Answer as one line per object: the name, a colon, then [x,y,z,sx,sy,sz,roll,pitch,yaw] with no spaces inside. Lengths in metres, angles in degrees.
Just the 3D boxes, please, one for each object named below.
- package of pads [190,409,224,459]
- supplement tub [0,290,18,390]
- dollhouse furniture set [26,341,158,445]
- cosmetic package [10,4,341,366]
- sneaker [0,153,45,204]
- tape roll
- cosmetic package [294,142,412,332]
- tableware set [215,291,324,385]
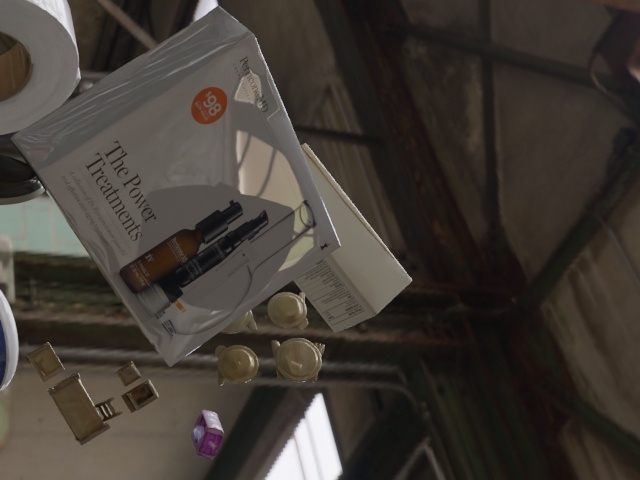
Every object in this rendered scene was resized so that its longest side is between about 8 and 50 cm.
package of pads: [-0.175,0.299,1.663,0.032,0.083,0.050,21,-85,-17]
supplement tub: [-0.698,0.186,1.804,0.316,0.228,0.228,-13,-32,-45]
dollhouse furniture set: [-0.401,0.238,1.894,0.161,0.181,0.101,-30,2,-19]
cosmetic package: [-0.157,-0.053,1.320,0.284,0.097,0.377,-37,-42,-12]
sneaker: [-0.485,-0.127,1.485,0.222,0.083,0.118,14,-59,11]
tape roll: [-0.498,-0.282,1.567,0.286,0.100,0.286,-12,-37,-9]
cosmetic package: [0.000,0.000,1.908,0.113,0.309,0.160,-41,6,-31]
tableware set: [-0.079,0.133,1.481,0.169,0.141,0.020,-1,-29,-11]
